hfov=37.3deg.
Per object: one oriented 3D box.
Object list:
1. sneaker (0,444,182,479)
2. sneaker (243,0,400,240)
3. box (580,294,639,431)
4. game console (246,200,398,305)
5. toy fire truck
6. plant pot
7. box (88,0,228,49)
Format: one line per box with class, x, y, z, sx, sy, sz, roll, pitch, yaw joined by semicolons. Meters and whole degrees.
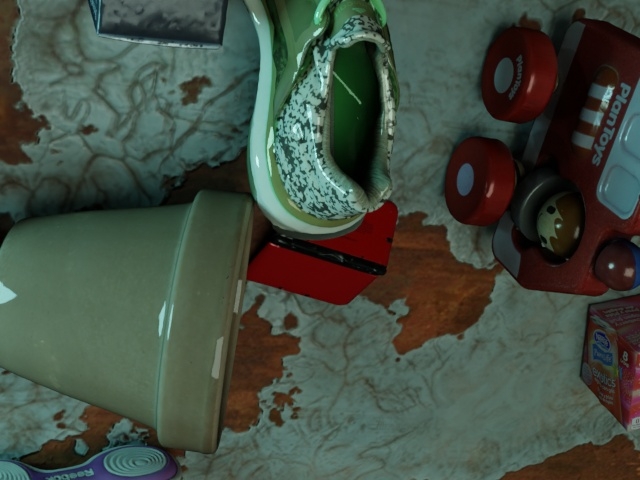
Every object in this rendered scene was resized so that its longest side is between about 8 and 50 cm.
sneaker;-0.312;0.328;1.093;0.305;0.114;0.152;-2;116;-18
sneaker;0.019;-0.200;0.840;0.158;0.182;0.411;-9;97;-23
box;0.491;0.144;1.258;0.256;0.123;0.128;-9;119;-14
game console;0.000;0.000;1.081;0.144;0.085;0.124;17;79;-26
toy fire truck;0.273;-0.075;0.990;0.169;0.254;0.302;7;115;-21
plant pot;-0.194;0.064;0.938;0.229;0.263;0.263;9;115;-2
box;-0.134;-0.284;0.801;0.108;0.153;0.207;2;116;-19
